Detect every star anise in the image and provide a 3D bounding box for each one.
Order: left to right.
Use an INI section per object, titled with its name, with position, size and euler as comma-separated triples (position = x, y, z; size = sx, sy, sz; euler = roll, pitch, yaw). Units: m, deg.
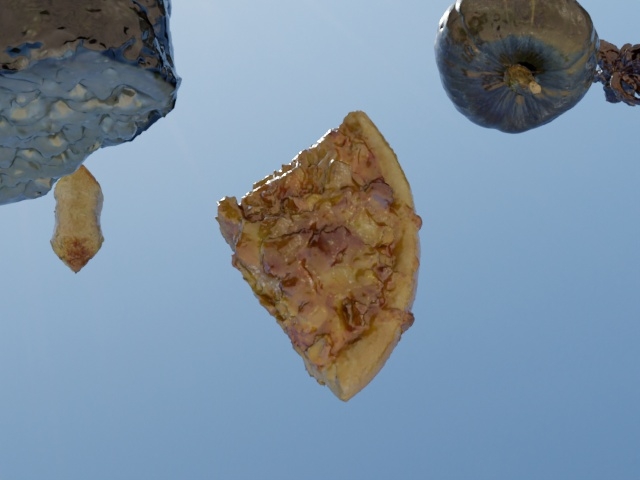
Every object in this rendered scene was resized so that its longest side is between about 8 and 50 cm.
[star anise]
position = 0.438, -0.220, 1.309
size = 0.070, 0.097, 0.190
euler = -21, -154, -27

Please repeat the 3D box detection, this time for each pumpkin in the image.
[pumpkin]
position = 0.264, -0.235, 1.266
size = 0.218, 0.219, 0.162
euler = 6, -137, -5

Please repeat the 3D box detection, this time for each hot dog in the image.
[hot dog]
position = -0.359, -0.030, 1.413
size = 0.078, 0.061, 0.169
euler = 5, -102, -18

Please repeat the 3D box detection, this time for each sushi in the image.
[sushi]
position = -0.269, -0.153, 0.839
size = 0.210, 0.350, 0.171
euler = 1, -108, -38

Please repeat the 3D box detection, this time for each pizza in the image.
[pizza]
position = 0.000, 0.000, 1.001
size = 0.226, 0.086, 0.336
euler = 13, -117, -14
